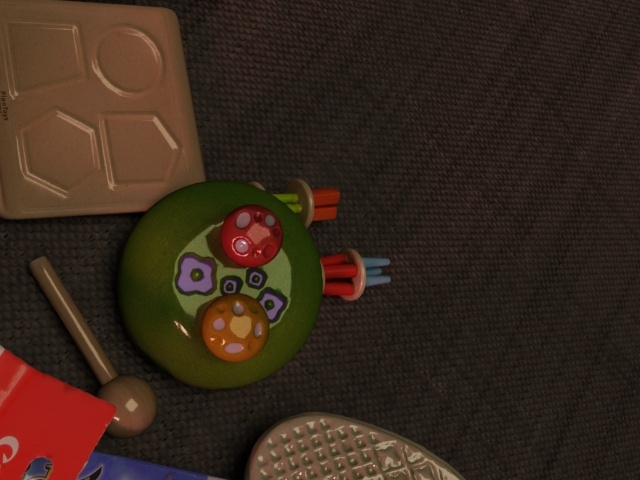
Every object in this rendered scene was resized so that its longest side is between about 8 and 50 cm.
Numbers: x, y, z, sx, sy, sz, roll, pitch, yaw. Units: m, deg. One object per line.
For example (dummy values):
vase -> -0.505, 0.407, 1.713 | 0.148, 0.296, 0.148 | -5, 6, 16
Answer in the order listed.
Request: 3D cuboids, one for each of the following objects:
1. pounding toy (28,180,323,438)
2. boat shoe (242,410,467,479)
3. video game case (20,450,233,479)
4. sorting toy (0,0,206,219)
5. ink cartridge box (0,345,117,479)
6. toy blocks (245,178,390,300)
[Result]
pounding toy -> -0.095, 0.046, 0.766 | 0.236, 0.110, 0.183 | -25, 94, -19
boat shoe -> 0.129, 0.339, 0.860 | 0.500, 0.156, 0.187 | 36, 65, -9
video game case -> -0.202, 0.280, 0.698 | 0.269, 0.061, 0.245 | 20, 66, -29
sorting toy -> -0.201, -0.116, 0.818 | 0.208, 0.038, 0.193 | -5, 81, -40
ink cartridge box -> -0.279, 0.133, 0.618 | 0.224, 0.056, 0.181 | 21, 60, 12
toy blocks -> 0.000, 0.000, 0.911 | 0.148, 0.054, 0.123 | -3, 80, -35
